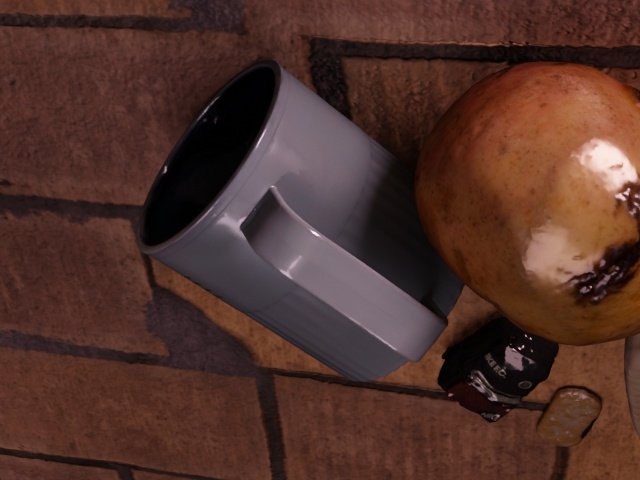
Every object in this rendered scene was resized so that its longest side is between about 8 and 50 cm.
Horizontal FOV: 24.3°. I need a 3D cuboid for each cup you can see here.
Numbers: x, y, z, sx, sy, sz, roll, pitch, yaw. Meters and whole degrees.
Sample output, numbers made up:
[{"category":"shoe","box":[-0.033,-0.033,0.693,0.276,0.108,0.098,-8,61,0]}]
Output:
[{"category":"cup","box":[0.007,-0.017,1.672,0.311,0.257,0.331,35,159,-22]}]

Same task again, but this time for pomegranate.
[{"category":"pomegranate","box":[0.258,-0.038,1.560,0.322,0.322,0.322,9,141,7]}]

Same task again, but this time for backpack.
[{"category":"backpack","box":[0.236,0.169,1.971,0.120,0.106,0.165,28,143,-9]}]

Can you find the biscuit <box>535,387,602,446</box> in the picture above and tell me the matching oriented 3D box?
[{"category":"biscuit","box":[0.351,0.252,2.105,0.071,0.018,0.147,17,143,1]}]

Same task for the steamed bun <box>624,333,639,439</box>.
[{"category":"steamed bun","box":[0.512,0.176,1.797,0.247,0.236,0.383,0,134,33]}]
